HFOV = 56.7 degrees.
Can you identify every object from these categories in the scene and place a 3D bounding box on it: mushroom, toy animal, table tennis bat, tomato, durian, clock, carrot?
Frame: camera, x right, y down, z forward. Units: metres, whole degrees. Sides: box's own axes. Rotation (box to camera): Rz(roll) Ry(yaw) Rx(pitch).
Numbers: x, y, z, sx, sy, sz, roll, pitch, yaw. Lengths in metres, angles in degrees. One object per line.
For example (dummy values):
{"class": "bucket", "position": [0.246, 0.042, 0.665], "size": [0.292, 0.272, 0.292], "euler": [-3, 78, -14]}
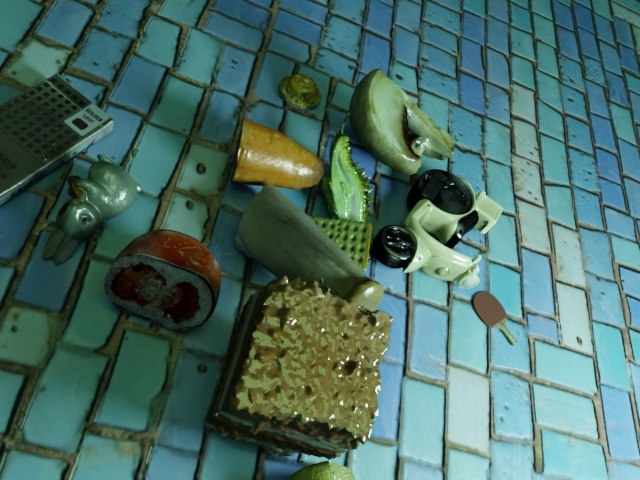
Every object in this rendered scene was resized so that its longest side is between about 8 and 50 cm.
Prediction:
{"class": "mushroom", "position": [0.177, -0.261, 1.549], "size": [0.292, 0.217, 0.212], "euler": [30, 63, -18]}
{"class": "toy animal", "position": [-0.472, -0.063, 1.211], "size": [0.138, 0.108, 0.236], "euler": [24, 55, -9]}
{"class": "table tennis bat", "position": [0.448, 0.199, 1.511], "size": [0.087, 0.013, 0.156], "euler": [-24, 70, -35]}
{"class": "tomato", "position": [-0.299, 0.065, 1.191], "size": [0.214, 0.180, 0.155], "euler": [29, 35, -14]}
{"class": "durian", "position": [0.072, -0.123, 1.469], "size": [0.132, 0.106, 0.375], "euler": [-10, 87, -2]}
{"class": "clock", "position": [0.314, -0.025, 1.527], "size": [0.276, 0.120, 0.379], "euler": [33, 53, 2]}
{"class": "mushroom", "position": [-0.042, 0.029, 1.282], "size": [0.154, 0.137, 0.407], "euler": [-25, 52, -34]}
{"class": "carrot", "position": [-0.098, -0.186, 1.415], "size": [0.225, 0.159, 0.159], "euler": [16, 56, -13]}

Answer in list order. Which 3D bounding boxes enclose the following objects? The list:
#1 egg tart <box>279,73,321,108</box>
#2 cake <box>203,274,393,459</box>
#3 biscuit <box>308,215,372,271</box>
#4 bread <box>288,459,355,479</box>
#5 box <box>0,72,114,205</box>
{"class": "egg tart", "position": [-0.050, -0.419, 1.645], "size": [0.130, 0.052, 0.130], "euler": [12, 54, -18]}
{"class": "cake", "position": [-0.048, 0.250, 1.093], "size": [0.256, 0.290, 0.282], "euler": [22, 55, -9]}
{"class": "biscuit", "position": [0.000, 0.000, 1.385], "size": [0.231, 0.016, 0.139], "euler": [7, 60, 5]}
{"class": "bread", "position": [0.001, 0.463, 1.087], "size": [0.156, 0.125, 0.086], "euler": [44, 27, -54]}
{"class": "box", "position": [-0.629, -0.224, 1.278], "size": [0.180, 0.047, 0.325], "euler": [39, 53, 3]}
